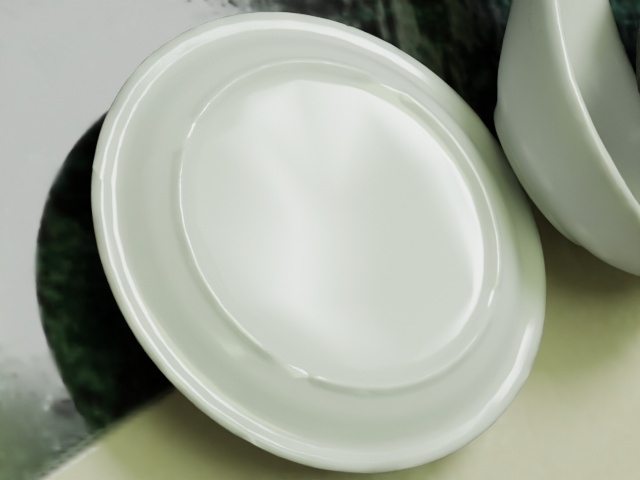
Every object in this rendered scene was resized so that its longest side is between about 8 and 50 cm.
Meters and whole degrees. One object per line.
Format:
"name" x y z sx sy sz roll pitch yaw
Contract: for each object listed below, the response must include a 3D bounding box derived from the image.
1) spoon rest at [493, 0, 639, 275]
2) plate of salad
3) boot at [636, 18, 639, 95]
"spoon rest" 0.093 -0.103 0.789 0.276 0.084 0.137 57 21 6
"plate of salad" 0.000 0.000 0.732 0.200 0.048 0.200 12 62 -23
"boot" 0.191 -0.027 0.796 0.161 0.083 0.246 30 49 -36
